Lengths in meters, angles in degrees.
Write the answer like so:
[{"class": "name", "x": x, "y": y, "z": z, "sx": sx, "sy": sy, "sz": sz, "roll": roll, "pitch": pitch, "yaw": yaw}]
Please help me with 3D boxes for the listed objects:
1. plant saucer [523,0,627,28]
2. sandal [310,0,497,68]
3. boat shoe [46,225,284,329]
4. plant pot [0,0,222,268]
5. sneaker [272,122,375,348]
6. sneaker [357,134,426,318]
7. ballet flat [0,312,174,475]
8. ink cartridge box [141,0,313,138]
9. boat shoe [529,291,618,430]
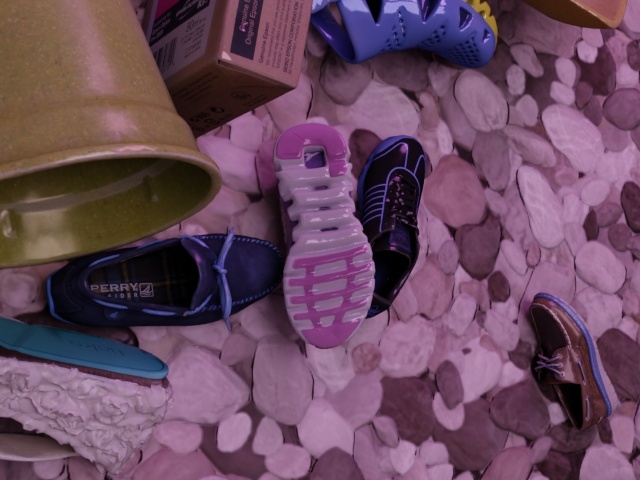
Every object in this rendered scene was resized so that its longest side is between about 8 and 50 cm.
[{"class": "plant saucer", "x": 0.230, "y": -0.421, "z": 1.322, "sx": 0.333, "sy": 0.081, "sz": 0.332, "roll": 30, "pitch": 54, "yaw": -10}, {"class": "sandal", "x": 0.053, "y": -0.256, "z": 1.235, "sx": 0.317, "sy": 0.126, "sz": 0.138, "roll": 20, "pitch": 76, "yaw": -18}, {"class": "boat shoe", "x": -0.135, "y": 0.046, "z": 1.083, "sx": 0.258, "sy": 0.089, "sz": 0.109, "roll": -15, "pitch": 88, "yaw": -37}, {"class": "plant pot", "x": -0.250, "y": -0.137, "z": 0.971, "sx": 0.276, "sy": 0.276, "sz": 0.254, "roll": -7, "pitch": 75, "yaw": -31}, {"class": "sneaker", "x": 0.000, "y": 0.000, "z": 1.163, "sx": 0.095, "sy": 0.104, "sz": 0.236, "roll": -5, "pitch": 76, "yaw": -6}, {"class": "sneaker", "x": 0.081, "y": -0.019, "z": 1.223, "sx": 0.081, "sy": 0.090, "sz": 0.232, "roll": 26, "pitch": 70, "yaw": -24}, {"class": "ballet flat", "x": -0.321, "y": 0.115, "z": 0.952, "sx": 0.409, "sy": 0.147, "sz": 0.147, "roll": 23, "pitch": 71, "yaw": -25}, {"class": "ink cartridge box", "x": -0.097, "y": -0.219, "z": 1.066, "sx": 0.088, "sy": 0.235, "sz": 0.193, "roll": 16, "pitch": 74, "yaw": -28}, {"class": "boat shoe", "x": 0.301, "y": 0.150, "z": 1.339, "sx": 0.066, "sy": 0.066, "sz": 0.183, "roll": -36, "pitch": 101, "yaw": -28}]
